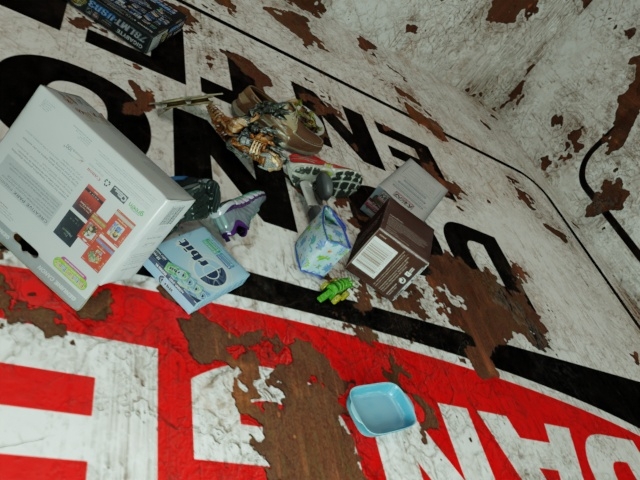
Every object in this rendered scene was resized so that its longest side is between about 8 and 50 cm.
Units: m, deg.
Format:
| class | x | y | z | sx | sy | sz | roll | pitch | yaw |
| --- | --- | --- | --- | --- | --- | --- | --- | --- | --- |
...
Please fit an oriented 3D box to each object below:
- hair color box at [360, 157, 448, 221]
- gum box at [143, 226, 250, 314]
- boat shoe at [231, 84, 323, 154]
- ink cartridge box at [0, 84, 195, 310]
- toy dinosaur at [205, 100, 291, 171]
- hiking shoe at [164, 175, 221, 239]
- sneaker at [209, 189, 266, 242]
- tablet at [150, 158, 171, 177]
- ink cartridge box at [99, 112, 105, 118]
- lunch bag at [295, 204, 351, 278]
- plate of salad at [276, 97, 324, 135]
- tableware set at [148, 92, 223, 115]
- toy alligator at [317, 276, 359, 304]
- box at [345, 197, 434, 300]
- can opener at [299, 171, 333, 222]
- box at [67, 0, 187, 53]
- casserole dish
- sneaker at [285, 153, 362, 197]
| class | x | y | z | sx | sy | sz | roll | pitch | yaw |
| --- | --- | --- | --- | --- | --- | --- | --- | --- | --- |
| hair color box | 0.294 | -0.141 | 2.029 | 0.185 | 0.113 | 0.374 | 41 | 31 | 5 |
| gum box | -0.263 | 0.058 | 1.270 | 0.157 | 0.041 | 0.184 | 45 | 31 | 9 |
| boat shoe | -0.122 | -0.382 | 1.905 | 0.325 | 0.116 | 0.123 | 25 | 34 | -22 |
| ink cartridge box | -0.444 | -0.074 | 1.095 | 0.309 | 0.272 | 0.130 | 42 | 9 | 4 |
| toy dinosaur | -0.205 | -0.318 | 1.719 | 0.218 | 0.164 | 0.322 | -32 | 80 | -41 |
| hiking shoe | -0.365 | -0.067 | 1.296 | 0.132 | 0.113 | 0.304 | 18 | 27 | 38 |
| sneaker | -0.197 | -0.060 | 1.483 | 0.224 | 0.083 | 0.098 | -31 | 101 | -60 |
| tablet | -0.394 | -0.170 | 1.462 | 0.054 | 0.006 | 0.083 | 1 | 47 | -45 |
| ink cartridge box | -0.509 | -0.201 | 1.319 | 0.127 | 0.072 | 0.175 | -11 | 56 | -52 |
| lunch bag | 0.000 | 0.000 | 1.530 | 0.096 | 0.129 | 0.151 | 21 | 33 | -34 |
| plate of salad | -0.065 | -0.445 | 2.111 | 0.200 | 0.048 | 0.199 | 27 | 33 | -19 |
| tableware set | -0.373 | -0.385 | 1.691 | 0.194 | 0.128 | 0.039 | -30 | 114 | -58 |
| toy alligator | 0.057 | 0.114 | 1.516 | 0.056 | 0.051 | 0.190 | 49 | 33 | 16 |
| box | 0.197 | 0.022 | 1.666 | 0.167 | 0.168 | 0.203 | 35 | 32 | -5 |
| can opener | 0.008 | -0.079 | 1.683 | 0.074 | 0.093 | 0.280 | 12 | 46 | -34 |
| box | -0.613 | -0.742 | 1.906 | 0.296 | 0.073 | 0.293 | 32 | 31 | -10 |
| casserole dish | 0.127 | 0.366 | 1.282 | 0.189 | 0.037 | 0.114 | 5 | 44 | -43 |
| sneaker | 0.014 | -0.216 | 1.849 | 0.279 | 0.107 | 0.118 | 11 | 36 | -38 |
